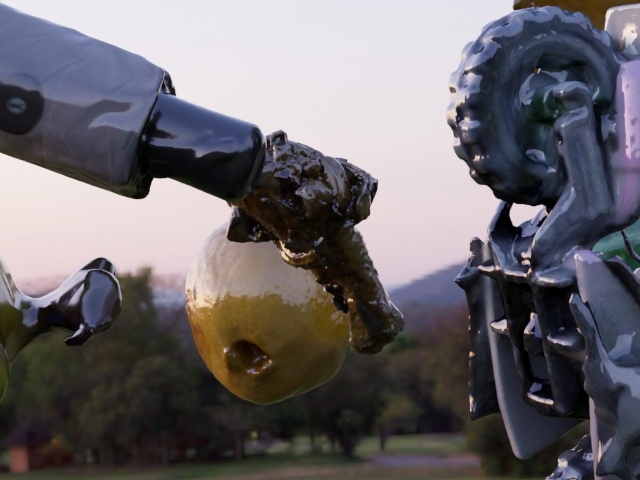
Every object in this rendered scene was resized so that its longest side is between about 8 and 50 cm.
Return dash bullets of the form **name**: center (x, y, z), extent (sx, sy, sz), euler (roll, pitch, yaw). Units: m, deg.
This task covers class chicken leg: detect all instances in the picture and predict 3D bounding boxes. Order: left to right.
- **chicken leg**: center (0.004, -0.005, 1.055), extent (0.125, 0.196, 0.080), euler (-51, -1, 39)

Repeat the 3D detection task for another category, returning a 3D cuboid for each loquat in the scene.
- **loquat**: center (-0.060, 0.076, 1.541), extent (0.193, 0.238, 0.238), euler (-20, -10, 27)

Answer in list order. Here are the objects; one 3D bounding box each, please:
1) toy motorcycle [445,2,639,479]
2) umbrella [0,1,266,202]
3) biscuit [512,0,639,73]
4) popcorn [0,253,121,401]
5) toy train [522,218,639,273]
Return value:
- **toy motorcycle**: center (0.172, 0.031, 0.705), extent (0.188, 0.327, 0.143), euler (-16, 9, -23)
- **umbrella**: center (-0.187, -0.091, 0.663), extent (0.337, 0.073, 0.067), euler (21, -3, 7)
- **biscuit**: center (0.222, -0.152, 0.813), extent (0.237, 0.232, 0.013), euler (3, 14, -23)
- **popcorn**: center (-0.246, 0.084, 0.549), extent (0.281, 0.316, 0.297), euler (22, -36, -8)
- **toy train**: center (0.307, 0.035, 1.025), extent (0.301, 0.120, 0.202), euler (-19, -38, 5)
